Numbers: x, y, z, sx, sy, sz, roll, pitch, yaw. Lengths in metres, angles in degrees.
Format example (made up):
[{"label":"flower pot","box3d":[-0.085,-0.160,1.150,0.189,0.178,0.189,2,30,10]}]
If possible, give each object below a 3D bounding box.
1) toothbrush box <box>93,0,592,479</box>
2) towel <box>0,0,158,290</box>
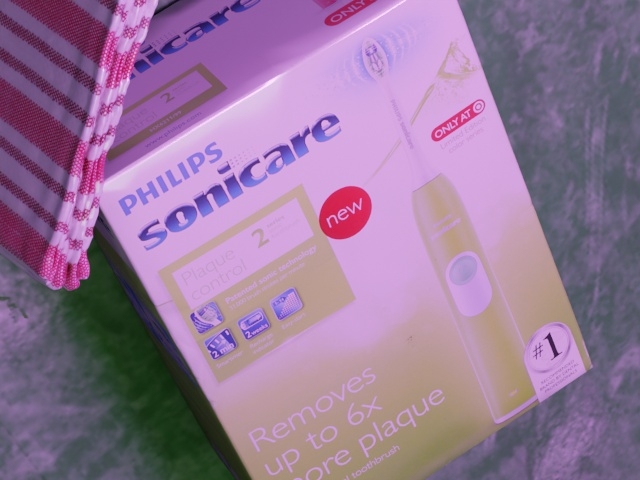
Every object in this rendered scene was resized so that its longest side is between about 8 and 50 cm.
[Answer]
[{"label":"toothbrush box","box3d":[0.000,0.000,1.020,0.206,0.122,0.283,-32,126,-10]},{"label":"towel","box3d":[-0.132,-0.092,0.881,0.029,0.144,0.197,-1,118,-43]}]
